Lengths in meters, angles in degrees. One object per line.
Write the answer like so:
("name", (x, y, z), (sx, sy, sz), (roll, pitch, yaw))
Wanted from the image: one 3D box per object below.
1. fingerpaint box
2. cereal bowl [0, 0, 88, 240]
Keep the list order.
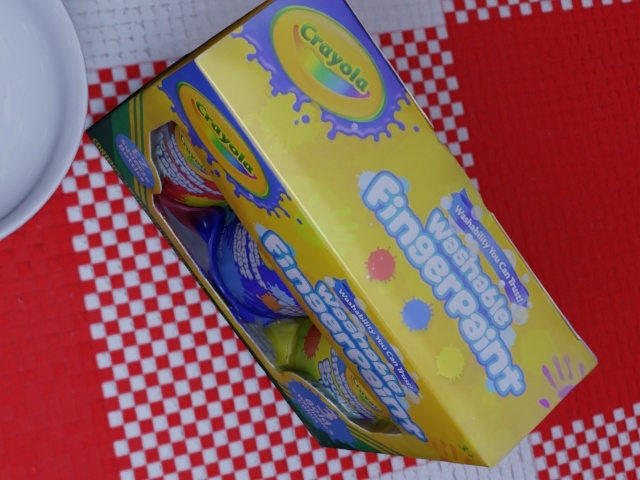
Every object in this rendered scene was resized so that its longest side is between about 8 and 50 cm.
("fingerpaint box", (0.000, 0.000, 1.314), (0.163, 0.371, 0.445), (-40, 102, -22))
("cereal bowl", (-0.401, -0.137, 1.273), (0.339, 0.141, 0.339), (3, 84, -23))
